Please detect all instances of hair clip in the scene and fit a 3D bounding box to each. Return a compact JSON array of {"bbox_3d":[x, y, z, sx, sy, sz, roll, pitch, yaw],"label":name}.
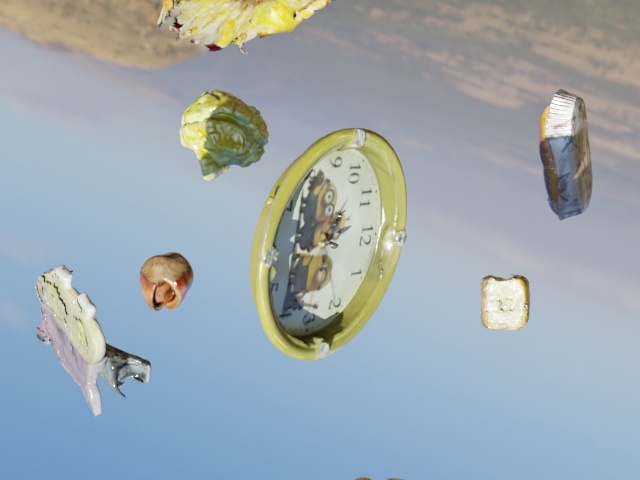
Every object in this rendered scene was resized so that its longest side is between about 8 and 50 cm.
[{"bbox_3d":[-0.274,0.112,1.535,0.187,0.146,0.056,37,-133,26],"label":"hair clip"}]

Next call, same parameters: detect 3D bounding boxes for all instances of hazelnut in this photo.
[{"bbox_3d":[-0.217,0.058,1.881,0.086,0.086,0.086,21,-177,-1],"label":"hazelnut"}]

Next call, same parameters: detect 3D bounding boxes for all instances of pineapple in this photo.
[{"bbox_3d":[-0.056,-0.256,1.248,0.221,0.221,0.047,17,-137,-58],"label":"pineapple"}]

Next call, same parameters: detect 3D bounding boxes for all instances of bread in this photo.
[{"bbox_3d":[0.275,0.090,1.966,0.076,0.083,0.070,1,-176,0],"label":"bread"}]

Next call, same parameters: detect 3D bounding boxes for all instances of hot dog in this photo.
[{"bbox_3d":[0.458,-0.157,2.496,0.075,0.268,0.144,10,-141,27],"label":"hot dog"}]

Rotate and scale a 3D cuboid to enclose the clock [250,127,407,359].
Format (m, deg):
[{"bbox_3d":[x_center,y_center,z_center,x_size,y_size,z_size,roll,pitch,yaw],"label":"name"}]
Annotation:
[{"bbox_3d":[0.000,0.000,1.297,0.057,0.237,0.237,17,180,35],"label":"clock"}]

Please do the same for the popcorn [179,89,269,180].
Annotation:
[{"bbox_3d":[-0.150,-0.173,2.067,0.141,0.162,0.135,6,139,8],"label":"popcorn"}]

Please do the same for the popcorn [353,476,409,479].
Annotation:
[{"bbox_3d":[0.078,0.463,1.610,0.349,0.349,0.381,22,-166,13],"label":"popcorn"}]
